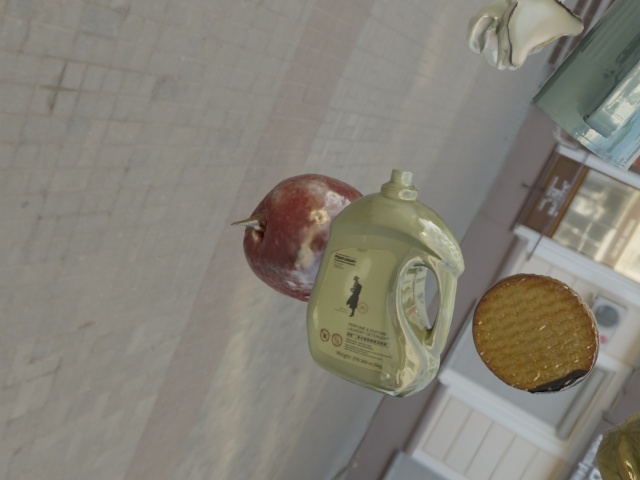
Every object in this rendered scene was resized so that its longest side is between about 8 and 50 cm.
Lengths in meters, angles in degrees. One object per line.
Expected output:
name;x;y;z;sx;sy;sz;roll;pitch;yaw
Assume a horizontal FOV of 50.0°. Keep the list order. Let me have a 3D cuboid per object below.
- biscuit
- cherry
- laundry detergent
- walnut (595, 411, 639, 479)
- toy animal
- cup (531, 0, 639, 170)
biscuit;0.533;0.234;1.717;0.040;0.318;0.318;-23;139;-56
cherry;0.000;0.000;1.165;0.230;0.300;0.203;-47;-144;47
laundry detergent;0.077;0.043;0.808;0.091;0.181;0.253;-6;110;-54
walnut;0.817;0.532;1.614;0.253;0.277;0.282;-50;173;-11
toy animal;0.454;-0.509;1.643;0.249;0.174;0.289;-32;-166;-26
cup;0.624;-0.348;1.412;0.331;0.257;0.311;5;129;-50
